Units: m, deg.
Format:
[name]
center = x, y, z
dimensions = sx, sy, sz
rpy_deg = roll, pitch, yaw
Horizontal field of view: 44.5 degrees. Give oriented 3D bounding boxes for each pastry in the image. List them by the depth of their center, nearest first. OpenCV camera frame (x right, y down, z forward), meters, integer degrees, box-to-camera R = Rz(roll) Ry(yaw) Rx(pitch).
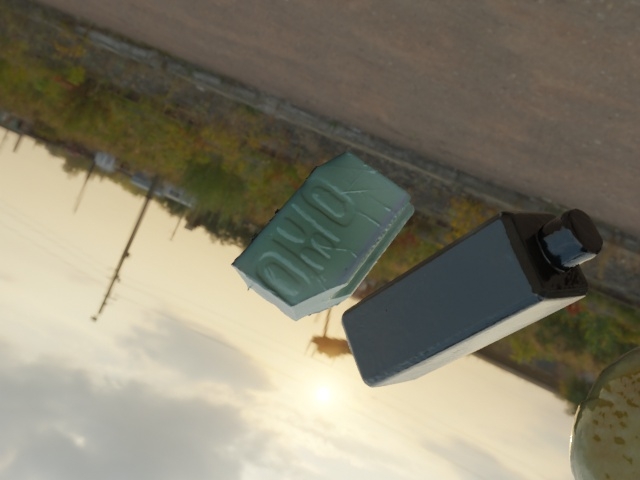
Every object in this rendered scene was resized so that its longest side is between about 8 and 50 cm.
[pastry]
center = 0.240, 0.139, 0.508
dimensions = 0.092, 0.156, 0.156
rpy_deg = 17, -177, -32

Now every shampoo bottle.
[shampoo bottle]
center = 0.126, 0.048, 0.666
dimensions = 0.080, 0.079, 0.246
rpy_deg = -2, 154, -43

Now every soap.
[soap]
center = 0.000, 0.000, 1.046
dimensions = 0.145, 0.230, 0.091
rpy_deg = 36, 177, 17
